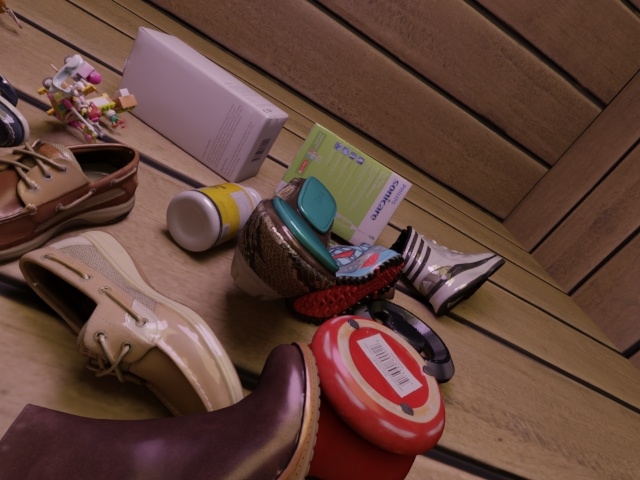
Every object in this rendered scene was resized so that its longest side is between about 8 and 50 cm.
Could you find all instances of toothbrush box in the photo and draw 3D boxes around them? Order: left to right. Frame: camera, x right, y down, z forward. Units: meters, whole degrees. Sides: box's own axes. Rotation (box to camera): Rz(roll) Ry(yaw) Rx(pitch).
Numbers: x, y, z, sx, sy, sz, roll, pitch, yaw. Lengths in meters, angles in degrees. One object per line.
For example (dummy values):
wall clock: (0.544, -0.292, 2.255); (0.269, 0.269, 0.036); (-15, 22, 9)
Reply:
toothbrush box: (0.052, -0.133, 1.041); (0.283, 0.206, 0.122); (30, 9, -6)

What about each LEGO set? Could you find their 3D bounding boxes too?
LEGO set: (-0.427, -0.242, 0.786); (0.107, 0.132, 0.287); (48, -2, -9)

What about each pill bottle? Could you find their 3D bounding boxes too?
pill bottle: (-0.181, -0.050, 0.737); (0.103, 0.103, 0.184); (38, 24, 8)

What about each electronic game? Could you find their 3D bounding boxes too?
electronic game: (0.160, 0.189, 0.794); (0.229, 0.048, 0.229); (27, 17, -9)

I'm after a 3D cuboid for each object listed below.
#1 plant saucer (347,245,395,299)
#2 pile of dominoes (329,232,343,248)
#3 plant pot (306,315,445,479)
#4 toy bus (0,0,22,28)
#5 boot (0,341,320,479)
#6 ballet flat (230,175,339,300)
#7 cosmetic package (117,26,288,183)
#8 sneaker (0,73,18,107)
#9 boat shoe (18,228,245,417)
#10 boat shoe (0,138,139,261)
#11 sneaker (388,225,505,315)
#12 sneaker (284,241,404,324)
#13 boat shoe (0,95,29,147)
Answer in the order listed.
plant saucer: (0.108, 0.066, 0.916); (0.168, 0.029, 0.168); (37, 14, -11)
pile of dominoes: (0.000, 0.000, 0.955); (0.195, 0.040, 0.251); (22, 27, -26)
plant pot: (0.028, 0.196, 0.464); (0.191, 0.174, 0.191); (26, 26, -14)
toy bus: (-0.821, -0.596, 0.929); (0.104, 0.191, 0.202); (-35, 63, -19)
boot: (-0.116, 0.156, 0.305); (0.206, 0.090, 0.248); (25, 45, -9)
ballet flat: (-0.061, 0.004, 0.694); (0.164, 0.182, 0.483); (48, 12, -11)
cosmetic package: (-0.293, -0.330, 1.008); (0.365, 0.197, 0.155); (37, 24, 2)
sneaker: (-0.621, -0.290, 0.621); (0.283, 0.110, 0.122); (24, 17, -29)
boat shoe: (-0.205, 0.103, 0.429); (0.302, 0.109, 0.098); (40, 33, 18)
boat shoe: (-0.365, -0.075, 0.525); (0.122, 0.120, 0.324); (35, 24, 2)
sneaker: (0.364, 0.043, 1.183); (0.257, 0.169, 0.447); (47, 29, 23)
sneaker: (0.032, 0.071, 0.773); (0.261, 0.104, 0.125); (-15, 34, -35)
boat shoe: (-0.542, -0.191, 0.547); (0.254, 0.095, 0.079); (27, 23, -14)
